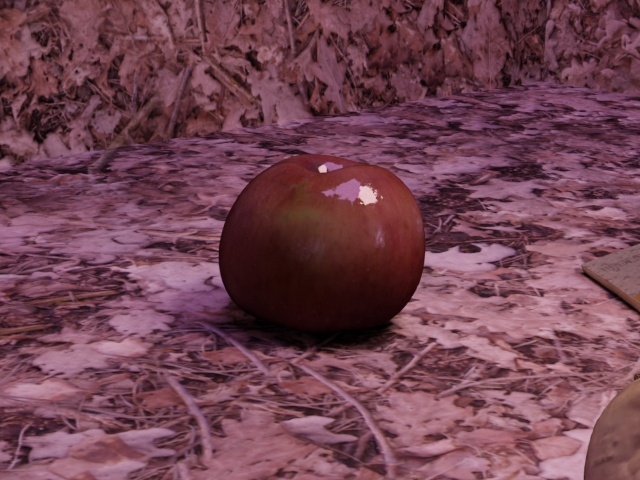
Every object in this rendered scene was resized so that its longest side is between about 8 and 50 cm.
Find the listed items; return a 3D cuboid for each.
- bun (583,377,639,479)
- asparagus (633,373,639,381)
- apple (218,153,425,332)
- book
[{"bbox_3d":[0.425,0.203,1.184,0.361,0.213,0.361,-1,17,0],"label":"bun"},{"bbox_3d":[0.459,0.172,1.661,0.127,0.015,0.018,-5,26,-19],"label":"asparagus"},{"bbox_3d":[0.000,0.000,1.836,0.306,0.235,0.306,1,14,0],"label":"apple"},{"bbox_3d":[0.590,0.055,1.954,0.269,0.032,0.389,-18,18,-8],"label":"book"}]
